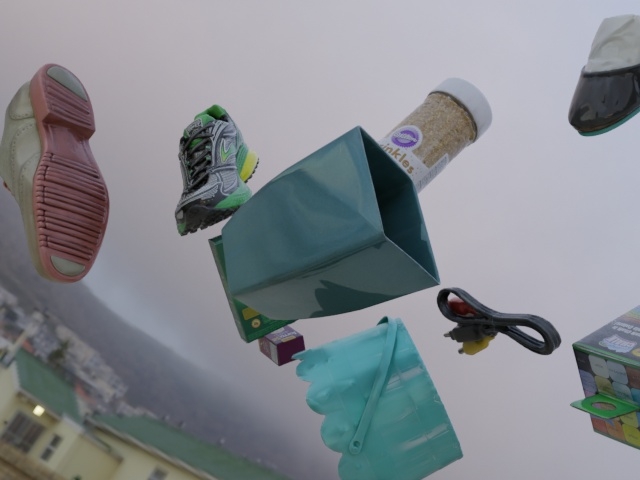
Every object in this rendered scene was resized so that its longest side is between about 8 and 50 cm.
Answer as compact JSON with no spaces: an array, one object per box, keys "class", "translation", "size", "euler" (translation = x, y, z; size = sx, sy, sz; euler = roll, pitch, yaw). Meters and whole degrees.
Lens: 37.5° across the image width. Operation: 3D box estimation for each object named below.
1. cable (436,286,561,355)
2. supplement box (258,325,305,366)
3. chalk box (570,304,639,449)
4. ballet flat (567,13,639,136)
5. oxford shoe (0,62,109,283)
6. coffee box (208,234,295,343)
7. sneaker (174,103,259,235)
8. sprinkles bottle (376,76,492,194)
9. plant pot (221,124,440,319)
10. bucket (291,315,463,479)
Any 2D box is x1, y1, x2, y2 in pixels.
[{"class":"cable","translation":[0.302,0.133,1.625],"size":[0.287,0.072,0.139],"euler":[-14,-82,56]},{"class":"supplement box","translation":[-0.068,0.178,1.628],"size":[0.083,0.055,0.043],"euler":[25,-53,58]},{"class":"chalk box","translation":[0.404,0.171,1.145],"size":[0.132,0.213,0.132],"euler":[16,-51,62]},{"class":"ballet flat","translation":[0.360,-0.218,1.054],"size":[0.095,0.280,0.096],"euler":[6,-55,52]},{"class":"oxford shoe","translation":[-0.443,-0.093,1.532],"size":[0.146,0.397,0.140],"euler":[-27,-35,27]},{"class":"coffee box","translation":[-0.103,0.063,1.539],"size":[0.040,0.113,0.184],"euler":[26,-43,62]},{"class":"sneaker","translation":[-0.200,-0.122,1.605],"size":[0.146,0.134,0.343],"euler":[61,13,-24]},{"class":"sprinkles bottle","translation":[0.148,-0.138,1.635],"size":[0.121,0.355,0.121],"euler":[38,-25,21]},{"class":"plant pot","translation":[0.000,0.000,1.207],"size":[0.234,0.165,0.165],"euler":[-23,-33,21]},{"class":"bucket","translation":[0.090,0.262,1.473],"size":[0.281,0.183,0.281],"euler":[156,-90,-89]}]
